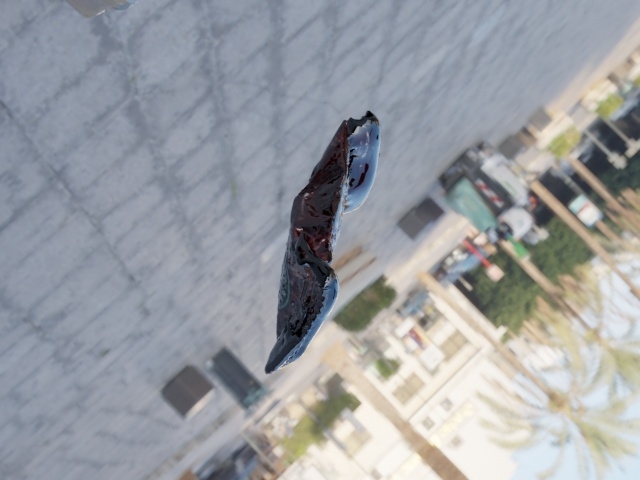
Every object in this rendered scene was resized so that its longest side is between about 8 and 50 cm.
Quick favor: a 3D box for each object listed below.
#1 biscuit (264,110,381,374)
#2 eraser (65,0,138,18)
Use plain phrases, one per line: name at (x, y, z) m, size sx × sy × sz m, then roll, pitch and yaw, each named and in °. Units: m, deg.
biscuit at (0.002, -0.004, 0.858) m, size 0.151 × 0.063 × 0.235 m, roll 101°, pitch 5°, yaw -51°
eraser at (-0.242, -0.293, 0.685) m, size 0.171 × 0.290 × 0.087 m, roll 8°, pitch -119°, yaw 55°
